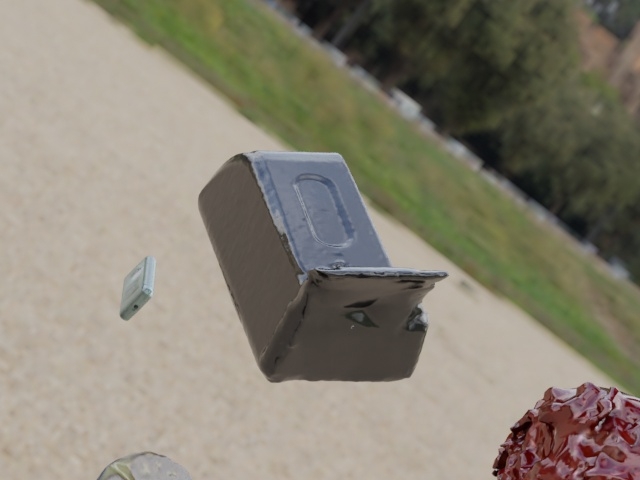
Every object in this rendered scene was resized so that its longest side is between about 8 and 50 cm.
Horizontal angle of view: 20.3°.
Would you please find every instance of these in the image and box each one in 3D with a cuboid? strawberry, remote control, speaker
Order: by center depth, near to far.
[{"bbox_3d":[0.215,0.244,1.407,0.274,0.220,0.274,-24,90,-89],"label":"strawberry"},{"bbox_3d":[0.000,0.000,1.945,0.180,0.184,0.388,1,34,-19],"label":"speaker"},{"bbox_3d":[-0.221,0.057,2.163,0.018,0.053,0.124,41,12,-16],"label":"remote control"}]

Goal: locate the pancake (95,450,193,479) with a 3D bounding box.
[{"bbox_3d":[-0.166,0.323,1.680,0.031,0.250,0.250,0,-15,25],"label":"pancake"}]
